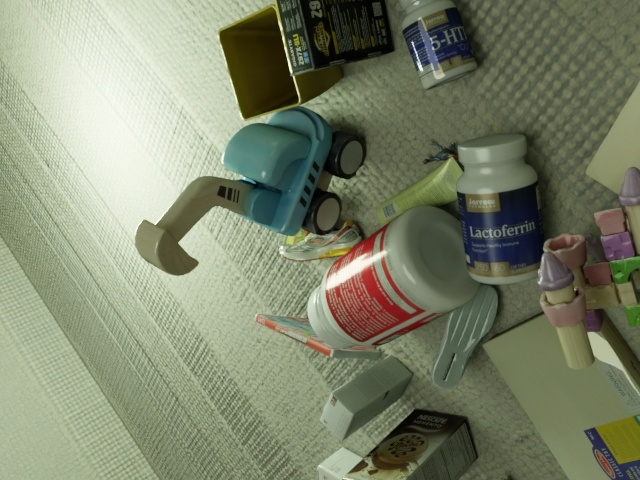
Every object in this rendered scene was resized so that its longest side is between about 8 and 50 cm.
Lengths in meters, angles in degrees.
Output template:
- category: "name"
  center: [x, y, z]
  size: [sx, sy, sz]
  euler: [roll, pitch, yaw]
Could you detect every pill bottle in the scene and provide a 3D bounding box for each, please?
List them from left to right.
- category: "pill bottle"
  center: [0.146, 0.105, 1.509]
  size: [0.407, 0.229, 0.229]
  euler: [-38, 80, 49]
- category: "pill bottle"
  center: [0.218, -0.395, 1.283]
  size: [0.112, 0.112, 0.187]
  euler: [-17, 96, 49]
- category: "pill bottle"
  center: [0.342, -0.062, 1.283]
  size: [0.153, 0.153, 0.265]
  euler: [4, 111, 45]

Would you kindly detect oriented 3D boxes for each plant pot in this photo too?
- category: "plant pot"
  center: [-0.075, -0.411, 1.525]
  size: [0.212, 0.187, 0.212]
  euler: [-4, 106, 47]

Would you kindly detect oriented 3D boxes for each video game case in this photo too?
- category: "video game case"
  center: [-0.009, 0.254, 1.774]
  size: [0.285, 0.204, 0.025]
  euler: [18, 93, 40]

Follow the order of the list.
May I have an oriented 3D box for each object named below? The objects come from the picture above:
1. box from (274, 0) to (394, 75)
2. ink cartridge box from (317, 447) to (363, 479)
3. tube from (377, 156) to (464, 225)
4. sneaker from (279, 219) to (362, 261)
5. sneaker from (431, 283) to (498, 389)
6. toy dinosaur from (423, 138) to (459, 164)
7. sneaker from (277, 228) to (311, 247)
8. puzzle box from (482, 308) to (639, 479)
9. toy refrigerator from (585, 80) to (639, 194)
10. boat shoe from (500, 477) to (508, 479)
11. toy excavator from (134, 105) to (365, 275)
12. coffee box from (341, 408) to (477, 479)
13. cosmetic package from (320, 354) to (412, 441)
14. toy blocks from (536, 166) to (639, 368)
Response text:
- category: "box"
  center: [0.016, -0.511, 1.330]
  size: [0.079, 0.257, 0.322]
  euler: [2, 110, 47]
- category: "ink cartridge box"
  center: [0.133, 0.751, 1.918]
  size: [0.278, 0.117, 0.202]
  euler: [17, 120, 40]
- category: "tube"
  center: [0.226, -0.096, 1.465]
  size: [0.240, 0.070, 0.062]
  euler: [-29, 54, 47]
- category: "sneaker"
  center: [0.000, 0.000, 1.702]
  size: [0.225, 0.088, 0.093]
  euler: [-11, 93, 20]
- category: "sneaker"
  center: [0.313, 0.203, 1.487]
  size: [0.094, 0.091, 0.258]
  euler: [26, 107, 7]
- category: "toy dinosaur"
  center: [0.252, -0.173, 1.411]
  size: [0.090, 0.047, 0.082]
  euler: [45, 154, 7]
- category: "sneaker"
  center: [-0.043, -0.046, 1.761]
  size: [0.094, 0.081, 0.209]
  euler: [32, 134, 18]
- category: "puzzle box"
  center: [0.538, 0.329, 1.343]
  size: [0.409, 0.052, 0.272]
  euler: [58, 138, 8]
- category: "toy refrigerator"
  center: [0.538, -0.202, 1.050]
  size: [0.094, 0.102, 0.270]
  euler: [40, 132, 26]
- category: "boat shoe"
  center: [0.453, 0.617, 1.576]
  size: [0.045, 0.050, 0.135]
  euler: [-1, 118, 43]
- category: "toy excavator"
  center: [-0.162, -0.118, 1.483]
  size: [0.222, 0.445, 0.433]
  euler: [24, 94, 39]
- category: "coffee box"
  center: [0.217, 0.537, 1.591]
  size: [0.168, 0.297, 0.119]
  euler: [-6, 107, 47]
- category: "cosmetic package"
  center: [0.116, 0.390, 1.676]
  size: [0.085, 0.231, 0.117]
  euler: [40, 134, 26]
- category: "toy blocks"
  center: [0.490, 0.003, 1.037]
  size: [0.288, 0.309, 0.260]
  euler: [-13, 108, 32]
